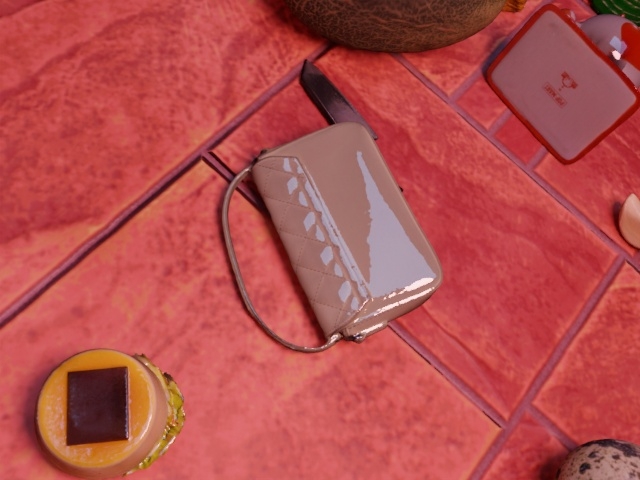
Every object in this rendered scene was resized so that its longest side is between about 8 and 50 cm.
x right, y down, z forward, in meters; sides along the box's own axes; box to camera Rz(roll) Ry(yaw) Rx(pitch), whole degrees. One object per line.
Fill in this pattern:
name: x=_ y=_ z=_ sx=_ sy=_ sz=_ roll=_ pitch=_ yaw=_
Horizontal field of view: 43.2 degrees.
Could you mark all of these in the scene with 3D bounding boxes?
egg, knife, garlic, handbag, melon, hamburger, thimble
egg: x=0.330 y=0.292 z=0.871 sx=0.172 sy=0.132 sz=0.132 roll=43 pitch=60 yaw=-10
knife: x=0.040 y=-0.147 z=1.042 sx=0.060 sy=0.028 sz=0.230 roll=-23 pitch=72 yaw=-38
garlic: x=0.434 y=-0.018 z=1.092 sx=0.041 sy=0.053 sz=0.083 roll=-24 pitch=67 yaw=-24
handbag: x=0.000 y=0.000 z=0.935 sx=0.219 sy=0.079 sz=0.256 roll=-23 pitch=74 yaw=-10
melon: x=0.093 y=-0.365 z=1.031 sx=0.329 sy=0.248 sz=0.249 roll=6 pitch=65 yaw=-20
hamburger: x=-0.204 y=0.166 z=0.782 sx=0.141 sy=0.081 sz=0.126 roll=-20 pitch=71 yaw=-12
thimble: x=0.496 y=-0.402 z=1.269 sx=0.118 sy=0.090 sz=0.130 roll=30 pitch=62 yaw=-6

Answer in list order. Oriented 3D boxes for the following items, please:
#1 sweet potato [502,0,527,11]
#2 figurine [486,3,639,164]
sweet potato: x=0.225 y=-0.442 z=1.207 sx=0.077 sy=0.077 sz=0.244 roll=-31 pitch=80 yaw=-27
figurine: x=0.390 y=-0.254 z=1.146 sx=0.226 sy=0.160 sz=0.183 roll=-35 pitch=81 yaw=-37
